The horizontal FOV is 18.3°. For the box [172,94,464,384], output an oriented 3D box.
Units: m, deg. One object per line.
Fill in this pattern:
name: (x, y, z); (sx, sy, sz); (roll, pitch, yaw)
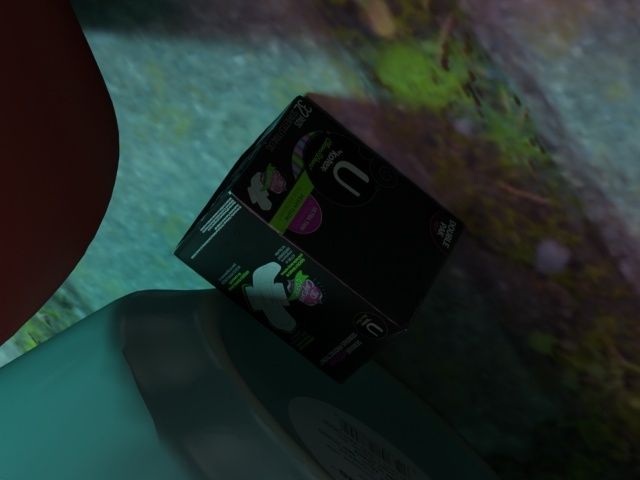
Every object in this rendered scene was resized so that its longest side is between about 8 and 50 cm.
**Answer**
box: (0.000, 0.000, 0.751); (0.083, 0.062, 0.052); (39, 140, -7)

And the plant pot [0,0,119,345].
plant pot: (-0.219, -0.097, 0.640); (0.275, 0.275, 0.243); (12, 133, 24)

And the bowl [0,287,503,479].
bowl: (-0.026, 0.134, 0.765); (0.311, 0.311, 0.163); (38, 102, -6)
